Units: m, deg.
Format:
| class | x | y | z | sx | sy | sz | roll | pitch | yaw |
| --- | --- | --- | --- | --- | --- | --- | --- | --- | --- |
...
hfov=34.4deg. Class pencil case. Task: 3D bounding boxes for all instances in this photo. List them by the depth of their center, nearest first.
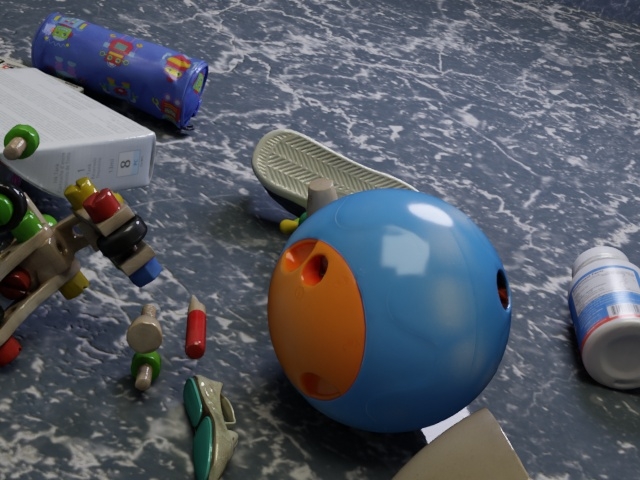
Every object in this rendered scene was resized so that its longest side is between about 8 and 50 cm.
| class | x | y | z | sx | sy | sz | roll | pitch | yaw |
| --- | --- | --- | --- | --- | --- | --- | --- | --- | --- |
| pencil case | -0.339 | -0.291 | 1.777 | 0.306 | 0.133 | 0.119 | 20 | 65 | 7 |

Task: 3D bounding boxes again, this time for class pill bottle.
| class | x | y | z | sx | sy | sz | roll | pitch | yaw |
| --- | --- | --- | --- | --- | --- | --- | --- | --- | --- |
| pill bottle | 0.430 | 0.104 | 1.512 | 0.124 | 0.124 | 0.221 | 14 | 31 | -4 |

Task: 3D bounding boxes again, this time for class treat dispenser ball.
| class | x | y | z | sx | sy | sz | roll | pitch | yaw |
| --- | --- | --- | --- | --- | --- | --- | --- | --- | --- |
| treat dispenser ball | 0.080 | 0.082 | 1.219 | 0.288 | 0.288 | 0.288 | 12 | 31 | -8 |

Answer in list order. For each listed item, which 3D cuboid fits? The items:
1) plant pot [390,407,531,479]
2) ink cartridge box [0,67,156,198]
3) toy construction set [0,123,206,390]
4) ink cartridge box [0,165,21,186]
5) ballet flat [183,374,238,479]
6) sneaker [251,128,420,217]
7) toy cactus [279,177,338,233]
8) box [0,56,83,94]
| class | x | y | z | sx | sy | sz | roll | pitch | yaw |
| --- | --- | --- | --- | --- | --- | --- | --- | --- | --- |
| plant pot | 0.125 | 0.319 | 0.928 | 0.191 | 0.284 | 0.284 | -24 | 38 | 0 |
| ink cartridge box | -0.465 | -0.138 | 1.383 | 0.308 | 0.091 | 0.385 | 30 | 30 | 35 |
| toy construction set | -0.277 | 0.026 | 1.242 | 0.309 | 0.257 | 0.237 | 32 | 15 | -15 |
| ink cartridge box | -0.527 | -0.048 | 1.356 | 0.185 | 0.065 | 0.311 | 14 | 28 | -5 |
| ballet flat | -0.116 | 0.209 | 1.151 | 0.052 | 0.057 | 0.168 | 14 | 30 | -23 |
| sneaker | 0.054 | -0.052 | 1.598 | 0.350 | 0.131 | 0.148 | 35 | -5 | 1 |
| toy cactus | 0.000 | 0.000 | 1.434 | 0.112 | 0.181 | 0.219 | -14 | 33 | -9 |
| box | -0.514 | -0.256 | 1.717 | 0.207 | 0.036 | 0.114 | 22 | 31 | 8 |
